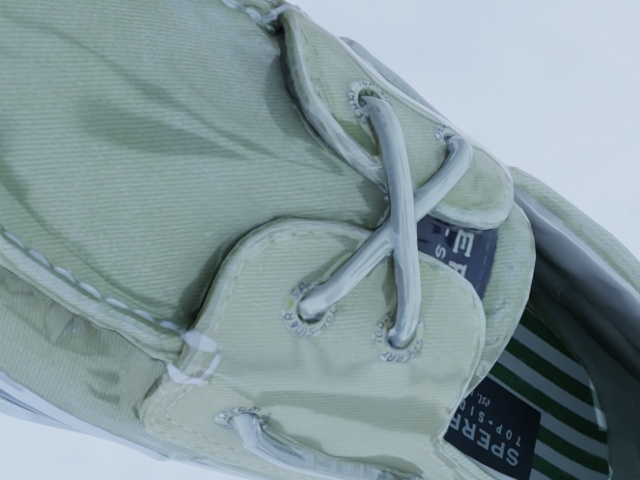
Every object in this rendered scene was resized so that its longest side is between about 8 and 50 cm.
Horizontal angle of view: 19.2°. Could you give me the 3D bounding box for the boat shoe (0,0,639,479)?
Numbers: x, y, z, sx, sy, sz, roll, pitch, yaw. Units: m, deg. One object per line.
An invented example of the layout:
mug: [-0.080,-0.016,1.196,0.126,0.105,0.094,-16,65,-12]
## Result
boat shoe: [0.000,0.000,0.389,0.302,0.094,0.109,31,65,-45]
